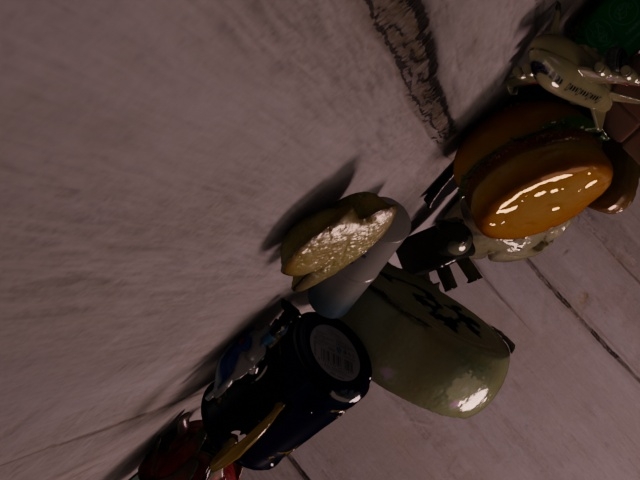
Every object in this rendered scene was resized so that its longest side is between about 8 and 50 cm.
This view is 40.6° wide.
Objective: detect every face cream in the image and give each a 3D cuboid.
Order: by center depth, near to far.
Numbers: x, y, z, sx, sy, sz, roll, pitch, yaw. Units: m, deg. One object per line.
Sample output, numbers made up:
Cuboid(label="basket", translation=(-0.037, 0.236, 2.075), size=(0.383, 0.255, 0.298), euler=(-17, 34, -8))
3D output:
Cuboid(label="face cream", translation=(0.052, 0.032, 1.287), size=(0.077, 0.077, 0.250), euler=(-35, 166, -33))

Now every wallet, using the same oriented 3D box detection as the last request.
Cuboid(label="wallet", translation=(0.290, -0.168, 1.498), size=(0.285, 0.030, 0.146), euler=(-49, 171, 37))

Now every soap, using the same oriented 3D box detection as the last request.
Cuboid(label="soap", translation=(0.473, -0.351, 1.215), size=(0.273, 0.098, 0.218), euler=(-46, 172, 19))

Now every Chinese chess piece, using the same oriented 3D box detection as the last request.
Cuboid(label="Chinese chess piece", translation=(0.173, 0.169, 1.560), size=(0.146, 0.349, 0.349), euler=(-61, 165, 12))

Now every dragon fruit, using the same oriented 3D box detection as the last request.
Cuboid(label="dragon fruit", translation=(-0.235, 0.424, 1.585), size=(0.192, 0.193, 0.274), euler=(-1, 145, -33))

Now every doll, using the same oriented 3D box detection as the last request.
Cuboid(label="doll", translation=(-0.104, 0.172, 1.311), size=(0.195, 0.070, 0.096), euler=(-47, -178, -2))

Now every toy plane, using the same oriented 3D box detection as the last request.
Cuboid(label="toy plane", translation=(0.332, -0.214, 1.118), size=(0.256, 0.242, 0.104), euler=(28, 76, -50))

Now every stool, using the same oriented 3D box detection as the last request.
Cuboid(label="stool", translation=(0.239, 0.036, 1.750), size=(0.153, 0.139, 0.228), euler=(-22, 175, 6))

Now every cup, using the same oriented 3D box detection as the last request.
Cuboid(label="cup", translation=(-0.055, 0.271, 1.385), size=(0.256, 0.178, 0.255), euler=(-42, -152, 34))

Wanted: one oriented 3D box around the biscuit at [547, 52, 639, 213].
Cuboid(label="biscuit", translation=(0.440, -0.157, 1.457), size=(0.057, 0.287, 0.343), euler=(18, 118, -38))

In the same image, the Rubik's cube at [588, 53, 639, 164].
Cuboid(label="Rubik's cube", translation=(0.568, -0.214, 1.235), size=(0.231, 0.224, 0.221), euler=(-41, 172, -12))

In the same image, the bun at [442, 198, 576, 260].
Cuboid(label="bun", translation=(0.450, -0.070, 1.973), size=(0.365, 0.219, 0.365), euler=(-39, 166, -12))

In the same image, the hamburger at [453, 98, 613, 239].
Cuboid(label="hamburger", translation=(0.323, -0.121, 1.345), size=(0.246, 0.170, 0.246), euler=(-17, 156, -8))

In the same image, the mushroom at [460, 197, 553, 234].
Cuboid(label="mushroom", translation=(0.391, -0.103, 1.679), size=(0.253, 0.195, 0.189), euler=(-46, 167, 13))

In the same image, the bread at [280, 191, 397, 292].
Cuboid(label="bread", translation=(0.000, 0.000, 1.032), size=(0.149, 0.065, 0.187), euler=(-21, 162, -36))

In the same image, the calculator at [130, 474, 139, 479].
Cuboid(label="calculator", translation=(-0.363, 0.486, 1.774), size=(0.153, 0.021, 0.095), euler=(-40, 170, -31))
